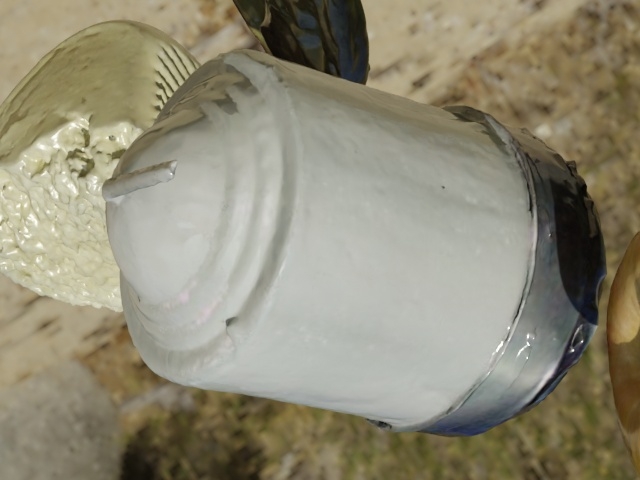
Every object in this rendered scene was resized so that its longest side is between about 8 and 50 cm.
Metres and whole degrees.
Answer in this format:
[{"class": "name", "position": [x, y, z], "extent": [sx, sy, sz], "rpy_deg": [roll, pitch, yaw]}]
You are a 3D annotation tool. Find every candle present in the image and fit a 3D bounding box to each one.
[{"class": "candle", "position": [0.000, 0.000, 1.100], "extent": [0.342, 0.221, 0.221], "rpy_deg": [15, 150, -32]}]

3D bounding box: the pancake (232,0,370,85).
[{"class": "pancake", "position": [-0.043, -0.234, 1.496], "extent": [0.049, 0.294, 0.294], "rpy_deg": [-34, 180, -12]}]

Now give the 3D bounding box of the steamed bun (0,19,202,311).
[{"class": "steamed bun", "position": [-0.221, -0.063, 1.794], "extent": [0.272, 0.273, 0.290], "rpy_deg": [-13, 143, 13]}]

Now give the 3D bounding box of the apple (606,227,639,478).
[{"class": "apple", "position": [0.247, 0.068, 0.929], "extent": [0.164, 0.209, 0.209], "rpy_deg": [0, 174, -10]}]
